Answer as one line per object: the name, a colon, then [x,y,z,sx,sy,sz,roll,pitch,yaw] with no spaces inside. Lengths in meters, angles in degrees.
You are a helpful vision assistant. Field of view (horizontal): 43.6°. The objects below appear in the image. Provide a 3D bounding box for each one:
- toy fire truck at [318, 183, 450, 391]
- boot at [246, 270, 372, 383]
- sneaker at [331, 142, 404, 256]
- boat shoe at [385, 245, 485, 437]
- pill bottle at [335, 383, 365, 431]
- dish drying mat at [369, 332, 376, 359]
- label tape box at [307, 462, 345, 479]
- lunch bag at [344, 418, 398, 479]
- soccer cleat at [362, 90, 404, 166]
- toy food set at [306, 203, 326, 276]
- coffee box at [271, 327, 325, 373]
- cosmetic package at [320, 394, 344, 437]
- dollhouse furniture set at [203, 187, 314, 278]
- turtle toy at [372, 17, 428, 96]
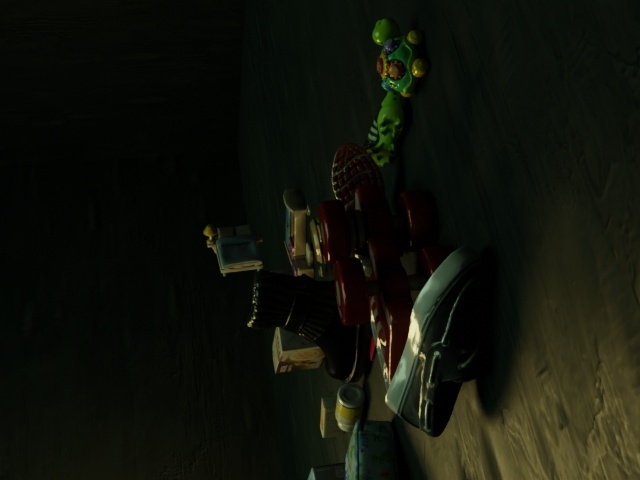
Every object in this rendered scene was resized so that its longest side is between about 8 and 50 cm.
toy fire truck: [0.098,0.072,1.275,0.253,0.170,0.302,89,171,-46]
boot: [-0.029,0.186,1.722,0.347,0.260,0.131,97,170,-45]
sneaker: [0.077,-0.066,1.420,0.092,0.088,0.225,-106,-4,-72]
boat shoe: [0.175,0.148,1.091,0.102,0.108,0.301,37,127,31]
pill bottle: [0.067,0.390,1.853,0.065,0.065,0.116,-106,15,-45]
dish drying mat: [0.112,0.219,1.690,0.083,0.008,0.032,96,167,-51]
label tape box: [0.040,0.781,2.078,0.240,0.106,0.333,101,160,-56]
lunch bag: [0.097,0.481,1.583,0.219,0.090,0.176,-89,4,-47]
soccer cleat: [0.112,-0.188,1.384,0.179,0.060,0.072,111,169,-64]
toy food set: [0.000,0.000,2.130,0.132,0.039,0.191,127,132,-85]
coffee box: [-0.059,0.295,2.283,0.246,0.141,0.098,110,153,-65]
cosmetic package: [0.032,0.460,2.093,0.041,0.060,0.115,-109,19,-52]
dollhouse furniture set: [-0.193,-0.005,2.410,0.286,0.304,0.198,-111,18,-56]
turtle toy: [0.119,-0.286,1.244,0.095,0.066,0.130,118,146,-71]
